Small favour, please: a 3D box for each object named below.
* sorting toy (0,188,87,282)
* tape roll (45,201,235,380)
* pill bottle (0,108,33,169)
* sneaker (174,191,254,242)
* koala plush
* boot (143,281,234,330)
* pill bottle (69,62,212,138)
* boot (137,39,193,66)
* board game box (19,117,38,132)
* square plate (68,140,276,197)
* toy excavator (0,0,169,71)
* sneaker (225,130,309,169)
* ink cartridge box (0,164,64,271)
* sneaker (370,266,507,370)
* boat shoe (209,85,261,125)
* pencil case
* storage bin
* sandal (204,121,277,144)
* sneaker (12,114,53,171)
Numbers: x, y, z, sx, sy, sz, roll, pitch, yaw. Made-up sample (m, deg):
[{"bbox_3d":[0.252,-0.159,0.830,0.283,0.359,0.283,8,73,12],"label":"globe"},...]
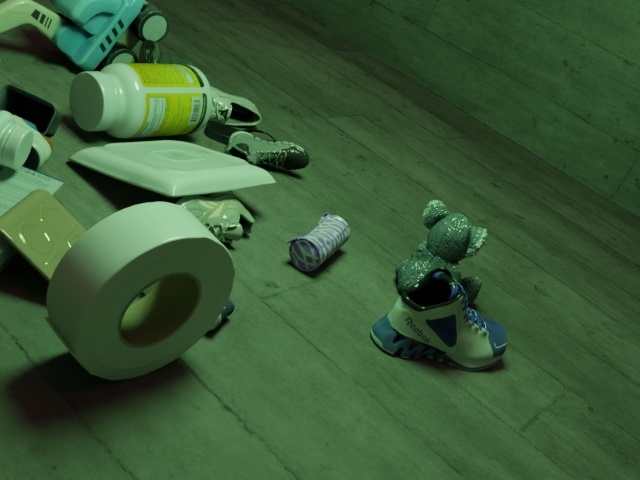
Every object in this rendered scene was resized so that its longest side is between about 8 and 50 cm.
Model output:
[{"bbox_3d":[-0.474,0.013,1.383,0.208,0.038,0.193,44,20,-13],"label":"sorting toy"},{"bbox_3d":[-0.278,0.082,1.209,0.286,0.286,0.100,-10,43,-47],"label":"tape roll"},{"bbox_3d":[-0.669,-0.212,1.468,0.215,0.117,0.117,21,27,-5],"label":"pill bottle"},{"bbox_3d":[-0.235,-0.038,1.666,0.121,0.099,0.262,38,31,16],"label":"sneaker"},{"bbox_3d":[0.293,0.031,1.815,0.196,0.221,0.203,41,32,29],"label":"koala plush"},{"bbox_3d":[-0.255,0.097,1.448,0.190,0.069,0.086,37,22,7],"label":"boot"},{"bbox_3d":[-0.454,-0.356,1.953,0.188,0.187,0.334,39,30,27],"label":"pill bottle"},{"bbox_3d":[-0.462,-0.476,2.265,0.076,0.189,0.208,15,-4,19],"label":"boot"},{"bbox_3d":[-0.673,-0.199,1.660,0.133,0.033,0.168,-9,58,-34],"label":"board game box"},{"bbox_3d":[-0.335,-0.177,1.775,0.347,0.049,0.344,20,21,32],"label":"square plate"},{"bbox_3d":[-0.713,-0.606,2.121,0.222,0.433,0.445,43,5,32],"label":"toy excavator"},{"bbox_3d":[-0.151,-0.217,2.078,0.229,0.086,0.132,14,32,3],"label":"sneaker"},{"bbox_3d":[-0.684,-0.078,1.408,0.324,0.071,0.330,20,24,-6],"label":"ink cartridge box"},{"bbox_3d":[0.279,0.161,1.616,0.316,0.182,0.127,10,32,-25],"label":"sneaker"},{"bbox_3d":[-0.292,-0.382,2.241,0.268,0.096,0.088,9,25,-42],"label":"boat shoe"},{"bbox_3d":[0.000,0.000,1.784,0.088,0.086,0.206,59,27,-6],"label":"pencil case"},{"bbox_3d":[-0.671,-0.287,1.780,0.135,0.098,0.091,24,-1,2],"label":"storage bin"},{"bbox_3d":[-0.199,-0.286,2.174,0.255,0.054,0.097,17,28,-12],"label":"sandal"},{"bbox_3d":[-0.699,-0.224,1.593,0.290,0.105,0.123,24,24,-7],"label":"sneaker"}]
